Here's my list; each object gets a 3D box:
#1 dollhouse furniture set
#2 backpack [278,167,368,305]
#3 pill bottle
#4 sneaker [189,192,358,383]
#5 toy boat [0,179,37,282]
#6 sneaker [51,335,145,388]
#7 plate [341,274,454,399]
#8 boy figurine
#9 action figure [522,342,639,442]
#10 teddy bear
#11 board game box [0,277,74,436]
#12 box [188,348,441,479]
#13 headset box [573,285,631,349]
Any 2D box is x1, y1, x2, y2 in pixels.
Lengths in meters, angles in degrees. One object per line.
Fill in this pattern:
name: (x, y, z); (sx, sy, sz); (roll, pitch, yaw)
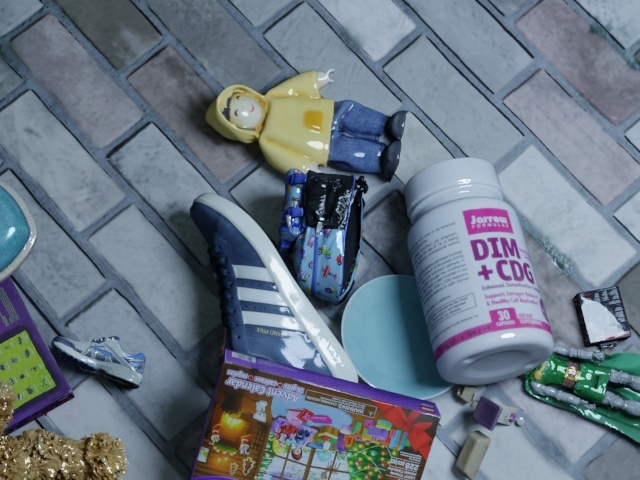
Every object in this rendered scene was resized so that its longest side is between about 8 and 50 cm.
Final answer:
dollhouse furniture set: (0.225, 0.270, 1.850); (0.081, 0.091, 0.114); (18, 97, -38)
backpack: (0.000, 0.000, 1.846); (0.117, 0.158, 0.173); (6, 81, 0)
pill bottle: (0.208, 0.040, 1.826); (0.160, 0.160, 0.283); (-10, 65, -5)
sneaker: (-0.102, 0.099, 1.821); (0.148, 0.131, 0.350); (-33, 78, -14)
toy boat: (-0.512, 0.044, 1.765); (0.268, 0.148, 0.318); (-2, 73, -3)
sneaker: (-0.304, 0.157, 1.844); (0.135, 0.052, 0.058); (23, 64, -3)
plate: (0.116, 0.136, 1.859); (0.188, 0.024, 0.188); (6, 64, -12)
boy figurine: (-0.022, -0.172, 1.927); (0.285, 0.092, 0.177); (14, 76, -2)
action figure: (0.372, 0.196, 1.853); (0.232, 0.063, 0.137); (15, 77, 6)
teddy bear: (-0.415, 0.306, 1.712); (0.338, 0.113, 0.245); (23, 72, 5)
board game box: (-0.512, 0.117, 1.844); (0.208, 0.056, 0.346); (-28, 77, -14)
box: (-0.011, 0.277, 1.750); (0.293, 0.057, 0.200); (15, 102, -6)
headset box: (0.399, 0.111, 1.890); (0.062, 0.032, 0.083); (-11, 75, -5)
